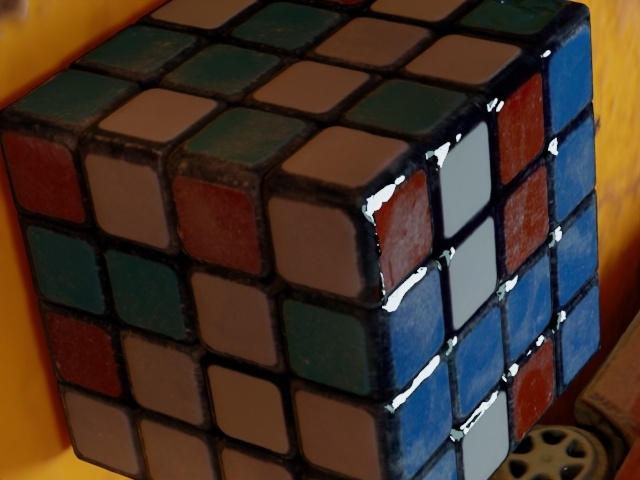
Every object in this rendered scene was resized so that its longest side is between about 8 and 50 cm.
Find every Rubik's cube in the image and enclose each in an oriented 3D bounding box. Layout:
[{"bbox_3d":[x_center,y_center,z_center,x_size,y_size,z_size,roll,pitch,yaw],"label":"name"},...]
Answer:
[{"bbox_3d":[0.000,0.000,0.383,0.092,0.092,0.092,-42,136,-42],"label":"Rubik's cube"}]

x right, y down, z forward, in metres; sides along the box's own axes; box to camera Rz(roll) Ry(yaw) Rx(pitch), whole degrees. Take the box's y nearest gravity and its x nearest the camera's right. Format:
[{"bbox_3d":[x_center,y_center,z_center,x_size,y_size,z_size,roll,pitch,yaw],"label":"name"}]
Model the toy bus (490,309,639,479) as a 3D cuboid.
[{"bbox_3d":[0.153,0.072,0.628,0.265,0.120,0.121,-49,139,-36],"label":"toy bus"}]
